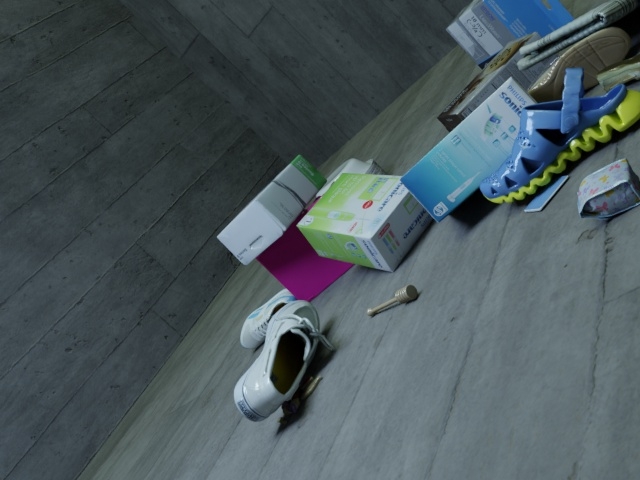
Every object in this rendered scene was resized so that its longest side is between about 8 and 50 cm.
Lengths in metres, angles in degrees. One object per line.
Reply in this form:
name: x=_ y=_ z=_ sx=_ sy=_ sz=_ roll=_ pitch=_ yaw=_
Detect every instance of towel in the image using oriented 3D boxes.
towel: x=0.635 y=-0.513 z=1.516 sx=0.312 sy=0.056 sz=0.324 roll=-32 pitch=5 yaw=-17

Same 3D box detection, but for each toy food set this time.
toy food set: x=-0.051 y=0.326 z=1.389 sx=0.122 sy=0.019 sz=0.078 roll=-50 pitch=11 yaw=-21

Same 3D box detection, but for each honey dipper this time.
honey dipper: x=0.140 y=0.126 z=1.363 sx=0.030 sy=0.030 sz=0.161 roll=-53 pitch=10 yaw=-34

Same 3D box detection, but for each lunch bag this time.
lunch bag: x=0.412 y=-0.068 z=0.956 sx=0.083 sy=0.053 sz=0.071 roll=-28 pitch=21 yaw=33

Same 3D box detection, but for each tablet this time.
tablet: x=0.400 y=-0.082 z=1.180 sx=0.083 sy=0.006 sz=0.054 roll=-47 pitch=10 yaw=-10

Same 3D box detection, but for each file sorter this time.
file sorter: x=0.000 y=0.000 z=1.941 sx=0.291 sy=0.202 sz=0.182 roll=-41 pitch=8 yaw=25

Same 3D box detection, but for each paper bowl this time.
paper bowl: x=0.097 y=-0.182 z=2.386 sx=0.284 sy=0.148 sz=0.284 roll=-44 pitch=10 yaw=9

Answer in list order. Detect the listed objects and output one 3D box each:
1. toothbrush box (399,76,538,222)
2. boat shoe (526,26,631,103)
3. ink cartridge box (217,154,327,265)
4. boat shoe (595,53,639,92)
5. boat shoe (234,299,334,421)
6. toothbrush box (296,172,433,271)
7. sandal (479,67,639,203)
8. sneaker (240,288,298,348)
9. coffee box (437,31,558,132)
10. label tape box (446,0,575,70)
toothbrush box: x=0.327 y=-0.185 z=1.396 sx=0.295 sy=0.126 sz=0.216 roll=-42 pitch=-5 yaw=17
boat shoe: x=0.534 y=-0.359 z=1.442 sx=0.285 sy=0.103 sz=0.092 roll=-46 pitch=13 yaw=38
ink cartridge box: x=-0.133 y=-0.089 z=1.888 sx=0.211 sy=0.121 sz=0.289 roll=-40 pitch=8 yaw=38
boat shoe: x=0.586 y=-0.314 z=1.244 sx=0.056 sy=0.048 sz=0.153 roll=-37 pitch=13 yaw=-23
boat shoe: x=-0.052 y=0.223 z=1.435 sx=0.156 sy=0.136 sz=0.367 roll=-37 pitch=8 yaw=32
toothbrush box: x=0.113 y=-0.053 z=1.648 sx=0.283 sy=0.122 sz=0.206 roll=13 pitch=56 yaw=50
sandal: x=0.406 y=-0.190 z=1.193 sx=0.317 sy=0.138 sz=0.126 roll=-42 pitch=6 yaw=30
sneaker: x=-0.156 y=0.238 z=1.967 sx=0.228 sy=0.087 sz=0.092 roll=-47 pitch=12 yaw=10
coffee box: x=0.471 y=-0.394 z=1.769 sx=0.297 sy=0.119 sz=0.168 roll=-46 pitch=11 yaw=0
label tape box: x=0.566 y=-0.649 z=2.020 sx=0.106 sy=0.240 sz=0.334 roll=-49 pitch=10 yaw=-17
